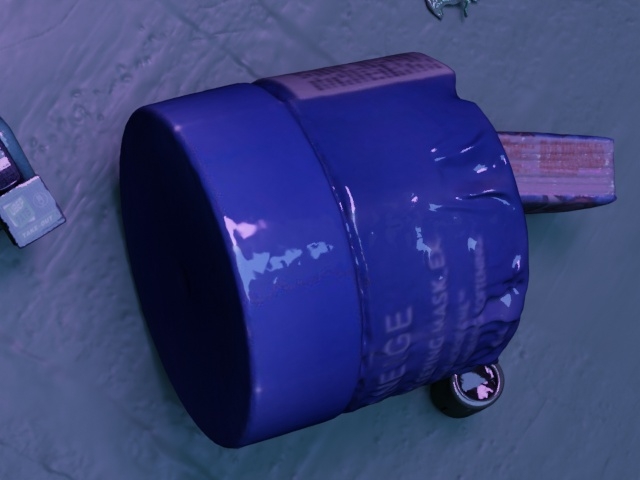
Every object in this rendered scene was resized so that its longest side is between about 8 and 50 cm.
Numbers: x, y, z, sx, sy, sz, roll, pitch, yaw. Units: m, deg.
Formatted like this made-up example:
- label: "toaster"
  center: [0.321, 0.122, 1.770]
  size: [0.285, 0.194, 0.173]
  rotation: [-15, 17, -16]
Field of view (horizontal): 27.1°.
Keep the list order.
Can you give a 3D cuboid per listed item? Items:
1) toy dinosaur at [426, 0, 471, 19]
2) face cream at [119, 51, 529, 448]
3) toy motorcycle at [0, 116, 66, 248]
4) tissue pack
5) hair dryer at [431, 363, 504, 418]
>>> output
- label: "toy dinosaur"
  center: [0.111, -0.229, 1.125]
  size: [0.062, 0.021, 0.083]
  rotation: [-25, 99, -7]
- label: "face cream"
  center: [0.000, 0.000, 0.953]
  size: [0.225, 0.249, 0.249]
  rotation: [-17, 95, -22]
- label: "toy motorcycle"
  center: [-0.247, -0.077, 0.940]
  size: [0.058, 0.100, 0.173]
  rotation: [-33, 101, -18]
- label: "tissue pack"
  center: [0.145, -0.054, 1.083]
  size: [0.155, 0.115, 0.065]
  rotation: [-2, 89, -22]
- label: "hair dryer"
  center: [0.079, 0.086, 1.090]
  size: [0.150, 0.071, 0.047]
  rotation: [40, 71, 2]
